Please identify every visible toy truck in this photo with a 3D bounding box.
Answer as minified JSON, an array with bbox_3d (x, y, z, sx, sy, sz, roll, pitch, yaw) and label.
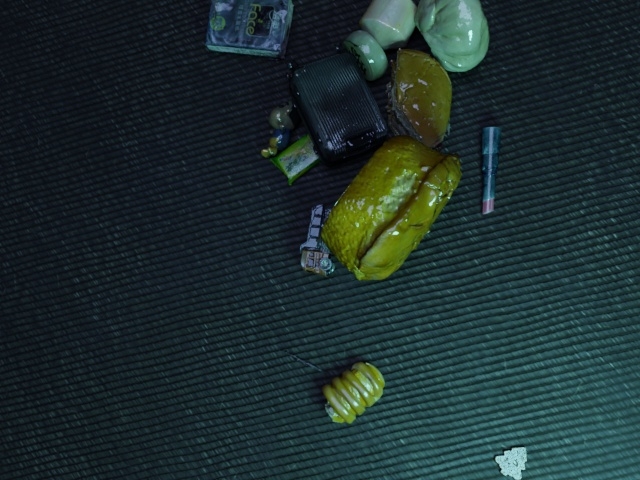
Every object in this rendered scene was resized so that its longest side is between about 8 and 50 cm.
[{"bbox_3d":[0.000,0.000,1.861,0.092,0.083,0.192,7,83,9],"label":"toy truck"}]

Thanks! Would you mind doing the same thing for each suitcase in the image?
[{"bbox_3d":[0.043,-0.367,1.864,0.202,0.128,0.312,-23,79,-12],"label":"suitcase"}]

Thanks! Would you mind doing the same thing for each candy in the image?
[{"bbox_3d":[-0.046,-0.244,1.924,0.178,0.032,0.102,-36,79,2],"label":"candy"}]

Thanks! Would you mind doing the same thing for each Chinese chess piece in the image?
[{"bbox_3d":[0.123,-0.508,1.877,0.058,0.144,0.144,-38,79,-7],"label":"Chinese chess piece"}]

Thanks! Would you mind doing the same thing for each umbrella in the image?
[{"bbox_3d":[-0.045,0.330,1.858,0.122,0.022,0.013,29,62,0],"label":"umbrella"}]

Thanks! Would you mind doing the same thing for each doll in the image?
[{"bbox_3d":[-0.114,-0.321,1.919,0.089,0.102,0.179,34,75,-22],"label":"doll"}]

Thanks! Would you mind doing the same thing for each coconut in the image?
[{"bbox_3d":[0.188,-0.597,1.881,0.147,0.147,0.153,28,89,11],"label":"coconut"}]

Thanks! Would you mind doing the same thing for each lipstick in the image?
[{"bbox_3d":[0.453,-0.186,1.836,0.053,0.053,0.234,4,85,9],"label":"lipstick"}]

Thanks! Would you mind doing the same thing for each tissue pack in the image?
[{"bbox_3d":[-0.206,-0.625,1.976,0.235,0.073,0.174,9,85,10],"label":"tissue pack"}]

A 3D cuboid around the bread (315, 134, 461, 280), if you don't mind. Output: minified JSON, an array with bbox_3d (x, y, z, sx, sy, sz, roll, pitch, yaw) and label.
[{"bbox_3d":[0.184,-0.080,1.701,0.215,0.398,0.398,37,89,10],"label":"bread"}]

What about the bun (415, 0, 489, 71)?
[{"bbox_3d":[0.342,-0.568,1.806,0.160,0.259,0.259,-25,80,-2],"label":"bun"}]

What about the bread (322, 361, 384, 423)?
[{"bbox_3d":[0.085,0.398,1.798,0.177,0.084,0.119,-39,80,-2],"label":"bread"}]

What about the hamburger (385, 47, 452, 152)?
[{"bbox_3d":[0.263,-0.369,1.840,0.245,0.155,0.282,-44,85,-7],"label":"hamburger"}]

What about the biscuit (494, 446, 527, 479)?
[{"bbox_3d":[0.494,0.564,1.749,0.082,0.016,0.092,37,88,16],"label":"biscuit"}]
